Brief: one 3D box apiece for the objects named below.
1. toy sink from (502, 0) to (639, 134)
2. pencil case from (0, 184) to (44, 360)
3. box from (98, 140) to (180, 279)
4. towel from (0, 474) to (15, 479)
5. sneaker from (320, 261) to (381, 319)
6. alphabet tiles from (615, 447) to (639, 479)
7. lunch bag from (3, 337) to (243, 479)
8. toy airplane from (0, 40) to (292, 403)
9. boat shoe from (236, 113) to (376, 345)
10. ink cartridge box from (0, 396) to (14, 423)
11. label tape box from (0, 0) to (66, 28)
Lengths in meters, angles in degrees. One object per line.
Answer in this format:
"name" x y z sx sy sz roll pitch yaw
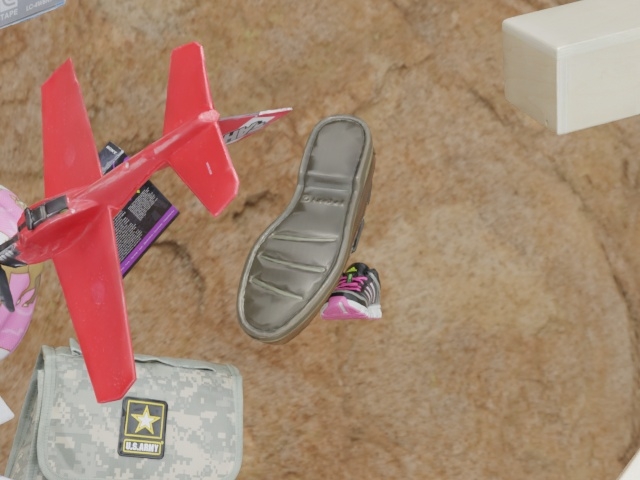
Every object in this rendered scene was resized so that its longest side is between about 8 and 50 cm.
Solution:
"toy sink" 0.386 -0.244 1.278 0.234 0.153 0.131 -16 121 -12
"pencil case" -0.366 0.020 0.609 0.386 0.167 0.160 4 110 -56
"box" -0.238 -0.029 1.091 0.029 0.162 0.116 35 79 26
"towel" -0.190 0.256 0.571 0.209 0.285 0.034 -65 146 -24
"sneaker" 0.040 0.064 1.215 0.063 0.170 0.074 -3 84 18
"alphabet tiles" 0.275 0.168 0.420 0.284 0.021 0.278 37 90 21
"lunch bag" -0.228 0.261 1.076 0.235 0.169 0.287 10 104 -25
"toy airplane" -0.078 -0.017 0.360 0.028 0.151 0.151 21 63 -57
"boat shoe" 0.000 0.000 1.117 0.111 0.104 0.307 16 63 20
"ink cartridge box" -0.542 0.241 1.357 0.181 0.061 0.104 -25 118 2
"label tape box" -0.358 -0.401 0.856 0.249 0.347 0.115 27 38 19
